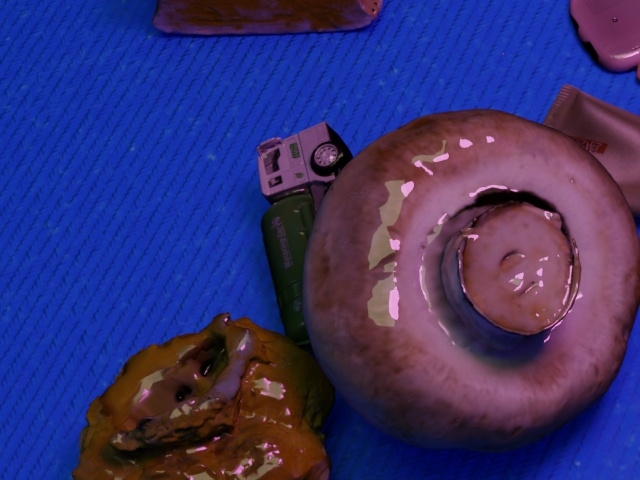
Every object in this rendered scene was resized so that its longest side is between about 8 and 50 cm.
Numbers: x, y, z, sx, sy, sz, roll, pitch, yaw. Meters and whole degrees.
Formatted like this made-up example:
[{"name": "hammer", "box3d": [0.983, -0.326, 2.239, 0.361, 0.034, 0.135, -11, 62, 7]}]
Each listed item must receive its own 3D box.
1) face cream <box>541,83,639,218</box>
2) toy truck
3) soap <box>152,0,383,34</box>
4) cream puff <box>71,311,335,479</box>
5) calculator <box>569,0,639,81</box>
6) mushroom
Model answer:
[{"name": "face cream", "box3d": [0.374, -0.065, 1.953, 0.341, 0.084, 0.137, 21, 75, 32]}, {"name": "toy truck", "box3d": [0.000, 0.000, 1.984, 0.125, 0.101, 0.242, -21, 58, 14]}, {"name": "soap", "box3d": [-0.058, -0.419, 2.224, 0.293, 0.156, 0.335, 0, 59, 10]}, {"name": "cream puff", "box3d": [-0.119, 0.189, 1.842, 0.282, 0.185, 0.282, -4, 60, 7]}, {"name": "calculator", "box3d": [0.345, -0.244, 2.096, 0.103, 0.024, 0.166, -26, 55, -4]}, {"name": "mushroom", "box3d": [0.151, 0.038, 1.795, 0.352, 0.260, 0.352, 4, 77, -16]}]
